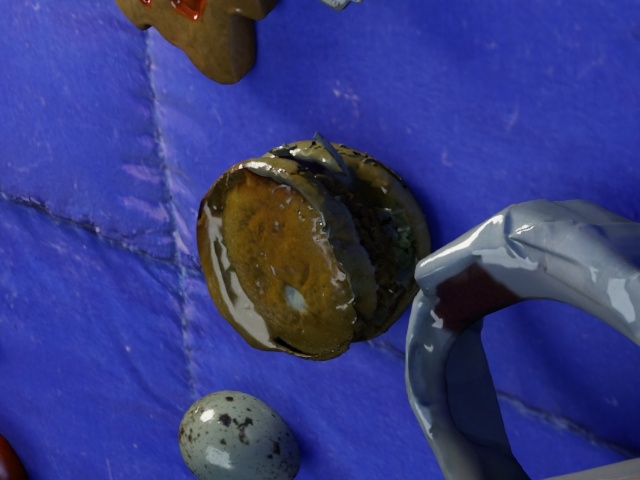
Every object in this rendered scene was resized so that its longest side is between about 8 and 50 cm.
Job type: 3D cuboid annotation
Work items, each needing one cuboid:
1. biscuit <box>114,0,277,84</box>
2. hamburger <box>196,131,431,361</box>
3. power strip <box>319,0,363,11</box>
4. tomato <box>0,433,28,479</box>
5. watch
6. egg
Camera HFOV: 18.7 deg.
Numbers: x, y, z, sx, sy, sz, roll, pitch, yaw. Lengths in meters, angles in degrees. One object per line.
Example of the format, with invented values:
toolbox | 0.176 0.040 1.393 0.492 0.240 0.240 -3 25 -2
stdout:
biscuit | -0.096 -0.232 1.435 0.212 0.041 0.238 54 141 5
hamburger | 0.000 0.000 1.444 0.177 0.113 0.186 29 125 37
power strip | -0.038 -0.236 1.344 0.227 0.029 0.080 33 124 5
tomato | -0.381 0.262 1.968 0.195 0.136 0.195 25 131 32
watch | 0.176 0.091 1.285 0.253 0.161 0.241 -15 82 39
egg | -0.067 0.172 1.635 0.110 0.085 0.085 22 131 14
